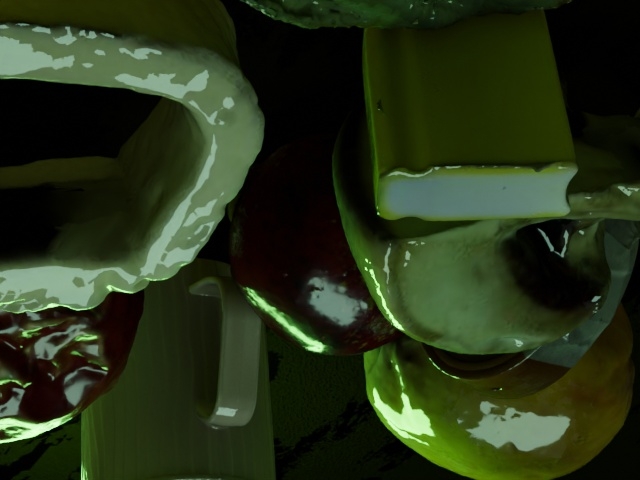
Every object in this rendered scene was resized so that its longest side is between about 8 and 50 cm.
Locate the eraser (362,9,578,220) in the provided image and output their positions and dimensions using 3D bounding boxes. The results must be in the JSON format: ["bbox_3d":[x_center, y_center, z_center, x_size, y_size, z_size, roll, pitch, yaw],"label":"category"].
[{"bbox_3d":[0.116,-0.113,1.344,0.158,0.226,0.069,-1,138,-4],"label":"eraser"}]

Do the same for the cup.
[{"bbox_3d":[-0.155,0.163,1.731,0.208,0.273,0.288,-4,153,1],"label":"cup"}]

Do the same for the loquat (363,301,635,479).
[{"bbox_3d":[0.196,0.138,1.788,0.284,0.276,0.276,12,147,-23],"label":"loquat"}]

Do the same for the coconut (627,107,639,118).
[{"bbox_3d":[0.384,-0.089,1.485,0.194,0.194,0.194,-4,151,-2],"label":"coconut"}]

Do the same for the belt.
[{"bbox_3d":[0.204,0.027,1.595,0.261,0.184,0.105,-56,141,-1],"label":"belt"}]

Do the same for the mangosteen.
[{"bbox_3d":[0.000,0.000,1.577,0.215,0.215,0.257,14,177,-31],"label":"mangosteen"}]

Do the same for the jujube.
[{"bbox_3d":[-0.361,0.052,1.541,0.377,0.276,0.276,16,146,-13],"label":"jujube"}]

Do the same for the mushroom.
[{"bbox_3d":[0.151,-0.036,1.445,0.292,0.217,0.212,-20,131,-9],"label":"mushroom"}]

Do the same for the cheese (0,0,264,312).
[{"bbox_3d":[-0.220,-0.091,1.318,0.332,0.153,0.292,0,130,-12],"label":"cheese"}]

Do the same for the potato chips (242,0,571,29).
[{"bbox_3d":[0.125,-0.271,1.210,0.429,0.070,0.358,13,140,-35],"label":"potato chips"}]
